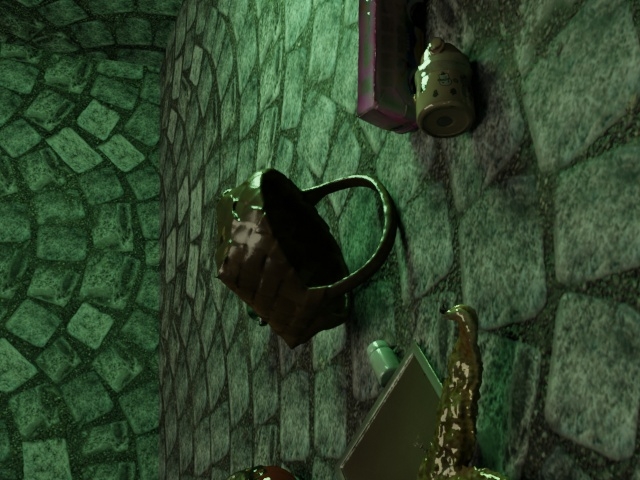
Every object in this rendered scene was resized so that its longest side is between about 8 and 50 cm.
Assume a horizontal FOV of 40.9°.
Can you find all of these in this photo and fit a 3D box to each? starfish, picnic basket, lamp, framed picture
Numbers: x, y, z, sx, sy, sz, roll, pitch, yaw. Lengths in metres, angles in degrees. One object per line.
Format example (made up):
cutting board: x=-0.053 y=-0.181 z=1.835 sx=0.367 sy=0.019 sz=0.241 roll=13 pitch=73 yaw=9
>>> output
starfish: x=0.210 y=0.340 z=1.127 sx=0.324 sy=0.082 sz=0.432 roll=-133 pitch=51 yaw=-57
picnic basket: x=0.000 y=0.000 z=1.601 sx=0.293 sy=0.337 sz=0.337 roll=-96 pitch=23 yaw=-44
lamp: x=-0.128 y=0.591 z=1.831 sx=0.227 sy=0.226 sz=0.227 roll=-175 pitch=90 yaw=-69
framed picture: x=0.126 y=0.341 z=1.383 sx=0.293 sy=0.018 sz=0.231 roll=-61 pitch=28 yaw=21

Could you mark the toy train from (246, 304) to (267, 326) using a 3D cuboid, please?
toy train: x=-0.116 y=0.094 z=2.035 sx=0.298 sy=0.120 sz=0.194 roll=137 pitch=130 yaw=-60

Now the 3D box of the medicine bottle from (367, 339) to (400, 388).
medicine bottle: x=0.112 y=0.214 z=1.493 sx=0.083 sy=0.047 sz=0.047 roll=-115 pitch=36 yaw=-55

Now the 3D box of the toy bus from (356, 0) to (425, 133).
toy bus: x=0.125 y=-0.331 z=1.514 sx=0.090 sy=0.112 sz=0.274 roll=-18 pitch=68 yaw=60

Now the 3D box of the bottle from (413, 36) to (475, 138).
bottle: x=0.193 y=-0.242 z=1.341 sx=0.099 sy=0.098 sz=0.152 roll=125 pitch=151 yaw=-53
